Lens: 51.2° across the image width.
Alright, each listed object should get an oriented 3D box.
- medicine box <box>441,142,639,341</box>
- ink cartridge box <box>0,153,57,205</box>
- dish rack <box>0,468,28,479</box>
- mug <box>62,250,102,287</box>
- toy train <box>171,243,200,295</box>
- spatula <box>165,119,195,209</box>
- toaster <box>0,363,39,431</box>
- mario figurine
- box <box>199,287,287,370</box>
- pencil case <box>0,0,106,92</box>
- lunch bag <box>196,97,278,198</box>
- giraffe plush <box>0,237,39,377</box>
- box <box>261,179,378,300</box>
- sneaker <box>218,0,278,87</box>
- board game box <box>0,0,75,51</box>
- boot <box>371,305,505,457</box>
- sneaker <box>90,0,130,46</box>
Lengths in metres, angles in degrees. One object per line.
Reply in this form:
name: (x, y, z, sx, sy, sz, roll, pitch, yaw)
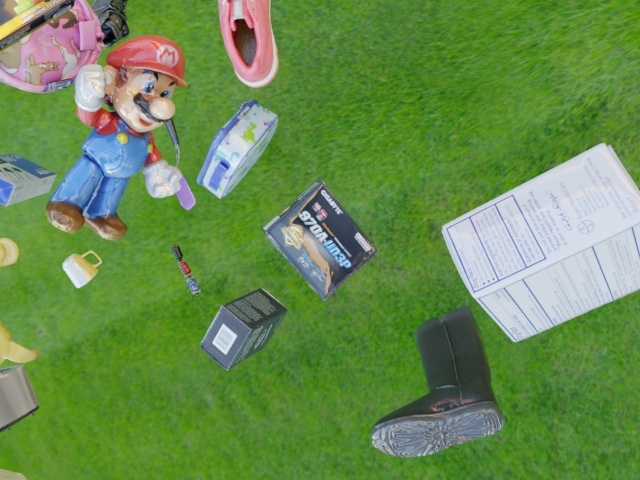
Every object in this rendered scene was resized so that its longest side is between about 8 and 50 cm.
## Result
medicine box: (0.393, 0.019, 1.121, 0.289, 0.263, 0.149, -28, 55, 17)
ink cartridge box: (-0.589, -0.119, 1.270, 0.097, 0.207, 0.046, 26, 99, -7)
dish rack: (-0.368, 0.389, 0.631, 0.072, 0.333, 0.285, 12, 157, 8)
mug: (-0.549, 0.060, 1.529, 0.062, 0.078, 0.064, -12, 122, 49)
toy train: (-0.368, 0.079, 1.828, 0.158, 0.027, 0.036, 61, 157, 12)
spatula: (-0.371, -0.221, 1.708, 0.084, 0.030, 0.296, -33, 67, 55)
toaster: (-0.674, 0.332, 1.321, 0.186, 0.168, 0.110, -13, 97, 23)
mario figurine: (-0.285, -0.149, 0.998, 0.170, 0.198, 0.320, 25, 99, -3)
box: (-0.207, 0.239, 1.832, 0.108, 0.207, 0.153, 37, 112, 15)
pencil case: (-0.453, -0.312, 1.045, 0.167, 0.160, 0.386, 51, 167, -28)
lunch bag: (-0.187, -0.199, 1.483, 0.090, 0.176, 0.219, 36, 149, -4)
giraffe plush: (-0.467, 0.079, 0.845, 0.210, 0.181, 0.170, 0, 94, 26)
box: (0.000, 0.000, 1.531, 0.220, 0.175, 0.051, 51, 172, -19)
sneaker: (-0.142, -0.454, 1.277, 0.116, 0.136, 0.314, -10, 101, 5)
board game box: (-0.394, -0.288, 0.757, 0.141, 0.170, 0.048, 54, 164, -14)
boot: (0.320, 0.401, 1.972, 0.367, 0.445, 0.146, -13, 123, 9)
sneaker: (-0.489, -0.559, 1.603, 0.130, 0.087, 0.227, 28, 85, 34)
